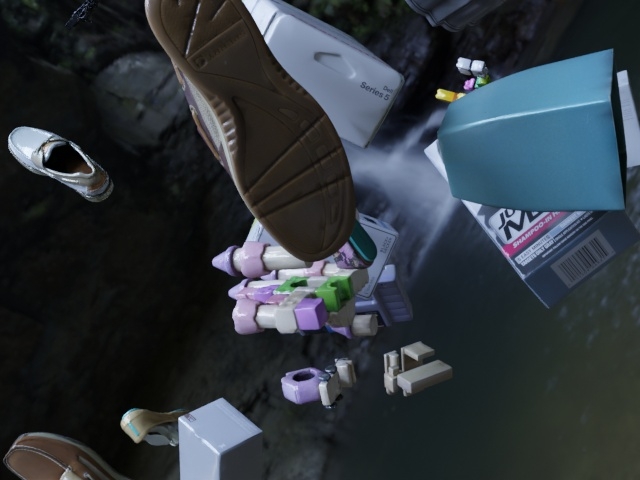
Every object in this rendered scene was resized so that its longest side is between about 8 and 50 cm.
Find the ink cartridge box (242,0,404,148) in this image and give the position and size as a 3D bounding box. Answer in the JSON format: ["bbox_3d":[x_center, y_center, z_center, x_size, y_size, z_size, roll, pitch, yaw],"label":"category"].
[{"bbox_3d":[-0.023,-0.253,1.201,0.115,0.198,0.273,-61,22,15],"label":"ink cartridge box"}]

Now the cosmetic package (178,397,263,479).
[{"bbox_3d":[-0.175,0.413,1.491,0.107,0.127,0.238,-17,-55,-39],"label":"cosmetic package"}]

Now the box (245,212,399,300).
[{"bbox_3d":[0.000,0.000,1.817,0.087,0.290,0.169,-120,50,-69],"label":"box"}]

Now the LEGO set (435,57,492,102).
[{"bbox_3d":[0.294,-0.305,1.741,0.227,0.093,0.087,16,-89,-71],"label":"LEGO set"}]

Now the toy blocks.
[{"bbox_3d":[-0.070,0.116,1.596,0.288,0.260,0.309,-38,-60,-60],"label":"toy blocks"}]

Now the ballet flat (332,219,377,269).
[{"bbox_3d":[-0.003,-0.047,1.154,0.079,0.221,0.077,-18,24,28],"label":"ballet flat"}]

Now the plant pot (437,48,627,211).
[{"bbox_3d":[0.292,-0.141,1.175,0.165,0.234,0.166,-62,-39,-52],"label":"plant pot"}]

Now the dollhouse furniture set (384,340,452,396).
[{"bbox_3d":[0.216,0.326,1.907,0.151,0.144,0.123,24,124,56],"label":"dollhouse furniture set"}]

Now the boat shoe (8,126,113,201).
[{"bbox_3d":[-0.633,-0.205,2.045,0.113,0.302,0.103,-58,-16,-20],"label":"boat shoe"}]

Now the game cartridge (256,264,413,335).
[{"bbox_3d":[0.036,0.156,2.105,0.230,0.355,0.068,64,-157,-50],"label":"game cartridge"}]

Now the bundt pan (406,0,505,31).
[{"bbox_3d":[0.234,-0.537,1.457,0.124,0.331,0.331,-16,36,44],"label":"bundt pan"}]

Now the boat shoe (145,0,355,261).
[{"bbox_3d":[-0.076,-0.134,0.926,0.123,0.342,0.123,-36,15,-7],"label":"boat shoe"}]

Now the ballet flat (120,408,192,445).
[{"bbox_3d":[-0.322,0.395,1.760,0.080,0.073,0.232,-48,-29,11],"label":"ballet flat"}]

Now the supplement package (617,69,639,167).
[{"bbox_3d":[0.609,-0.246,1.774,0.105,0.105,0.179,-59,-48,-60],"label":"supplement package"}]

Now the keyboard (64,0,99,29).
[{"bbox_3d":[-0.452,-0.475,1.718,0.192,0.038,0.100,-28,22,44],"label":"keyboard"}]

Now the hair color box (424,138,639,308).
[{"bbox_3d":[0.345,-0.084,1.443,0.185,0.113,0.374,-40,41,11],"label":"hair color box"}]

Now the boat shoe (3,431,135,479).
[{"bbox_3d":[-0.470,0.494,1.675,0.122,0.324,0.120,-52,15,20],"label":"boat shoe"}]
